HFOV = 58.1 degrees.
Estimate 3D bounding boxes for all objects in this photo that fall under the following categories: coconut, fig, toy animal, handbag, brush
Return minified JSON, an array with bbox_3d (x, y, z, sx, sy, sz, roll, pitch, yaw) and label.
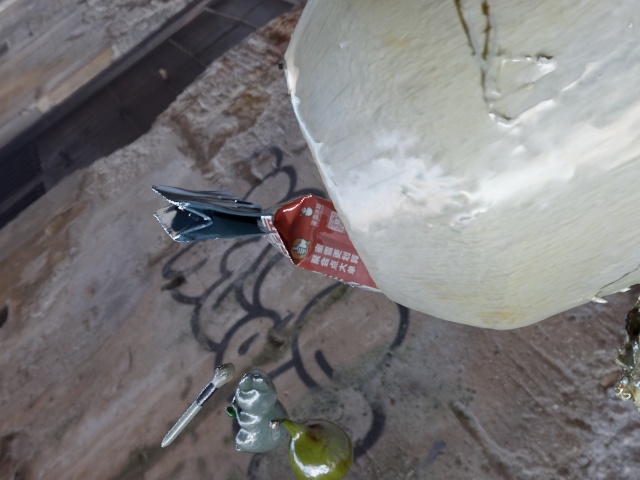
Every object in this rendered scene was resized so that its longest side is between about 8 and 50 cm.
[{"bbox_3d":[0.173,-0.118,0.442,0.346,0.360,0.346,60,-167,-23],"label":"coconut"},{"bbox_3d":[-0.031,0.367,1.052,0.236,0.124,0.124,48,178,-37],"label":"fig"},{"bbox_3d":[-0.119,0.320,1.152,0.108,0.138,0.236,-89,9,-57],"label":"toy animal"},{"bbox_3d":[-0.170,-0.045,0.876,0.221,0.144,0.057,23,112,61],"label":"handbag"},{"bbox_3d":[-0.305,0.404,1.404,0.039,0.299,0.042,48,-165,25],"label":"brush"},{"bbox_3d":[0.000,0.000,1.155,0.298,0.151,0.171,16,177,-22],"label":"handbag"}]

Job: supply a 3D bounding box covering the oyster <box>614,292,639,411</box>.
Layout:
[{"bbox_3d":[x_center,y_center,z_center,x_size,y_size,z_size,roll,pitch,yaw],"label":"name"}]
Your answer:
[{"bbox_3d":[0.421,0.046,0.605,0.107,0.355,0.201,18,175,-36],"label":"oyster"}]
